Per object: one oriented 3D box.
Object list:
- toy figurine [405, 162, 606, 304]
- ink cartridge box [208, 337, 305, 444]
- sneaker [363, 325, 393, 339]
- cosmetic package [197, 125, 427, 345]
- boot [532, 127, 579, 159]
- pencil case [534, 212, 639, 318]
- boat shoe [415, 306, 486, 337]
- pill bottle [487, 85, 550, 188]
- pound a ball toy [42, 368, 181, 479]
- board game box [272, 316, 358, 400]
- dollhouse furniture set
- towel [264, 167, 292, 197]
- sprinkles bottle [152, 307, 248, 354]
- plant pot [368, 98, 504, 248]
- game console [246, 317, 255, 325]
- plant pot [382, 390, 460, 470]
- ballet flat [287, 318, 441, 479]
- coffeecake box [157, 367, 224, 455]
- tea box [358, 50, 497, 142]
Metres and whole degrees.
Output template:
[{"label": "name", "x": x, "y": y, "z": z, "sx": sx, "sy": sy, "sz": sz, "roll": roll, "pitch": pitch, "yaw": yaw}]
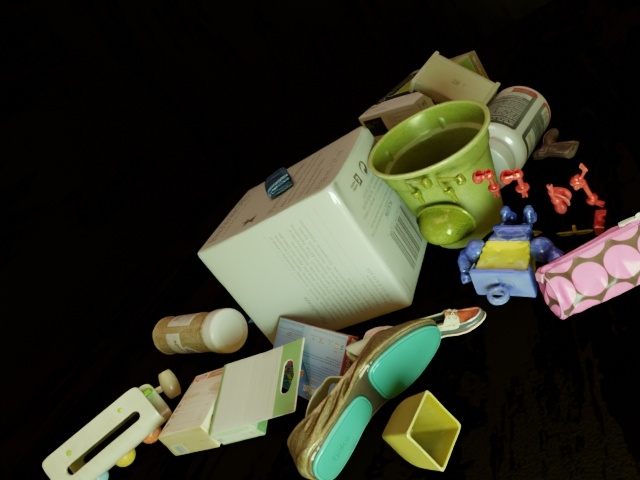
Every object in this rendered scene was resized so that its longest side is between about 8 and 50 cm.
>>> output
[{"label": "toy figurine", "x": 0.306, "y": 0.011, "z": 1.004, "sx": 0.363, "sy": 0.191, "sz": 0.217, "roll": 0, "pitch": 54, "yaw": 33}, {"label": "ink cartridge box", "x": -0.119, "y": 0.313, "z": 1.148, "sx": 0.235, "sy": 0.056, "sz": 0.171, "roll": -23, "pitch": 39, "yaw": 28}, {"label": "sneaker", "x": 0.096, "y": 0.220, "z": 1.087, "sx": 0.134, "sy": 0.051, "sz": 0.070, "roll": -46, "pitch": 9, "yaw": -12}, {"label": "cosmetic package", "x": 0.000, "y": 0.000, "z": 1.334, "sx": 0.394, "sy": 0.327, "sz": 0.329, "roll": -25, "pitch": 22, "yaw": 31}, {"label": "boot", "x": 0.587, "y": -0.237, "z": 1.344, "sx": 0.106, "sy": 0.037, "sz": 0.114, "roll": -54, "pitch": 20, "yaw": -12}, {"label": "pencil case", "x": 0.442, "y": 0.036, "z": 0.863, "sx": 0.209, "sy": 0.098, "sz": 0.095, "roll": -33, "pitch": 20, "yaw": 10}, {"label": "boat shoe", "x": 0.235, "y": 0.149, "z": 1.024, "sx": 0.137, "sy": 0.043, "sz": 0.049, "roll": -24, "pitch": 20, "yaw": 26}, {"label": "pill bottle", "x": 0.464, "y": -0.259, "z": 1.414, "sx": 0.161, "sy": 0.161, "sz": 0.283, "roll": -11, "pitch": 30, "yaw": 50}, {"label": "pound a ball toy", "x": -0.482, "y": 0.476, "z": 1.375, "sx": 0.319, "sy": 0.135, "sz": 0.208, "roll": -39, "pitch": -6, "yaw": -10}, {"label": "board game box", "x": -0.025, "y": 0.246, "z": 1.142, "sx": 0.281, "sy": 0.027, "sz": 0.144, "roll": 1, "pitch": 75, "yaw": 59}, {"label": "dollhouse furniture set", "x": 0.325, "y": -0.315, "z": 1.573, "sx": 0.286, "sy": 0.198, "sz": 0.303, "roll": -52, "pitch": -15, "yaw": -24}, {"label": "towel", "x": -0.100, "y": -0.136, "z": 1.279, "sx": 0.067, "sy": 0.029, "sz": 0.119, "roll": -36, "pitch": 20, "yaw": 3}, {"label": "sprinkles bottle", "x": -0.357, "y": 0.269, "z": 1.609, "sx": 0.356, "sy": 0.121, "sz": 0.121, "roll": -14, "pitch": 29, "yaw": 47}, {"label": "plant pot", "x": 0.286, "y": -0.131, "z": 1.238, "sx": 0.276, "sy": 0.253, "sz": 0.276, "roll": -25, "pitch": 30, "yaw": 16}, {"label": "game console", "x": -0.170, "y": 0.180, "z": 1.587, "sx": 0.122, "sy": 0.107, "sz": 0.071, "roll": -15, "pitch": 0, "yaw": 44}, {"label": "plant pot", "x": 0.140, "y": 0.284, "z": 0.821, "sx": 0.083, "sy": 0.081, "sz": 0.081, "roll": -29, "pitch": 18, "yaw": 49}, {"label": "ballet flat", "x": 0.065, "y": 0.252, "z": 0.959, "sx": 0.342, "sy": 0.116, "sz": 0.124, "roll": -48, "pitch": 35, "yaw": -19}, {"label": "coffeecake box", "x": -0.259, "y": 0.383, "z": 1.260, "sx": 0.143, "sy": 0.068, "sz": 0.185, "roll": -24, "pitch": 23, "yaw": 31}, {"label": "tea box", "x": 0.373, "y": -0.448, "z": 1.914, "sx": 0.323, "sy": 0.220, "sz": 0.329, "roll": -43, "pitch": 21, "yaw": -18}]
